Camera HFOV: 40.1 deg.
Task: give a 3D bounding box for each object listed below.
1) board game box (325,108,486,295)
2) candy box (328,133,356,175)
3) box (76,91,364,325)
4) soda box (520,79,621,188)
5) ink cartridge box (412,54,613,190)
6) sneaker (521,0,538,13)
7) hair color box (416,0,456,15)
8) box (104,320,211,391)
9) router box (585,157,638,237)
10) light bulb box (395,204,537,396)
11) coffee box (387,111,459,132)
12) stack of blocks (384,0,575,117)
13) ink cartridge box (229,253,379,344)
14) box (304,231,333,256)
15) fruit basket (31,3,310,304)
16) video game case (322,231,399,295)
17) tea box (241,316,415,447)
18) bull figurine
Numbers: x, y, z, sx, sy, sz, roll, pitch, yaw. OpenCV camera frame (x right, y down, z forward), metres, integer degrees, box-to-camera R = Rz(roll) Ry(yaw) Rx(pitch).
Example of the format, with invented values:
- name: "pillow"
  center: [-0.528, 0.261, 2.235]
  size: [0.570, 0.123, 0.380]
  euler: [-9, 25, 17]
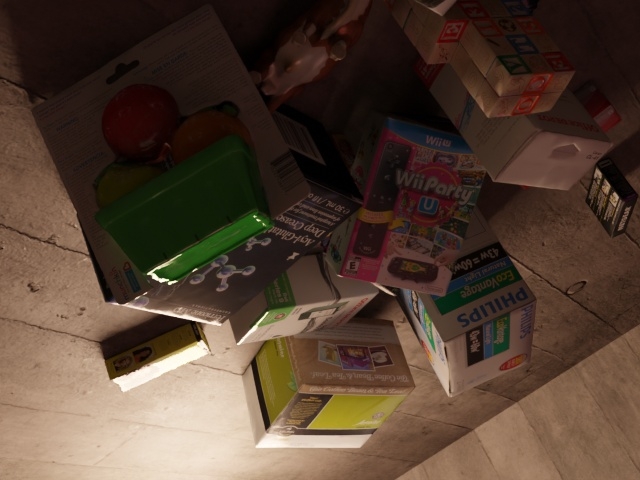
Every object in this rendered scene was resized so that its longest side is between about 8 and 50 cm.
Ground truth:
- name: "board game box"
  center: [0.162, -0.068, 1.626]
  size: [0.224, 0.097, 0.303]
  euler: [11, 104, -18]
- name: "candy box"
  center: [0.013, -0.106, 1.726]
  size: [0.053, 0.109, 0.187]
  euler: [-4, 143, -30]
- name: "box"
  center: [-0.181, -0.058, 1.555]
  size: [0.395, 0.212, 0.293]
  euler: [-40, 147, 23]
- name: "soda box"
  center: [0.527, -0.231, 1.950]
  size: [0.263, 0.083, 0.092]
  euler: [-39, 147, 18]
- name: "ink cartridge box"
  center: [0.339, -0.246, 1.567]
  size: [0.226, 0.306, 0.131]
  euler: [2, 139, -38]
- name: "sneaker"
  center: [0.338, -0.448, 1.472]
  size: [0.081, 0.090, 0.232]
  euler: [-22, 149, -7]
- name: "hair color box"
  center: [0.208, -0.487, 1.123]
  size: [0.185, 0.114, 0.374]
  euler: [11, 134, -46]
- name: "box"
  center: [-0.380, 0.272, 2.052]
  size: [0.232, 0.058, 0.087]
  euler: [-25, 149, -3]
- name: "router box"
  center: [0.745, -0.107, 2.250]
  size: [0.046, 0.133, 0.179]
  euler: [-22, 150, -6]
- name: "light bulb box"
  center: [0.310, 0.115, 2.036]
  size: [0.225, 0.361, 0.358]
  euler: [-24, 149, -4]
- name: "coffee box"
  center: [0.192, -0.121, 1.740]
  size: [0.141, 0.098, 0.247]
  euler: [-3, 110, -36]
- name: "stack of blocks"
  center: [0.241, -0.329, 1.377]
  size: [0.171, 0.297, 0.087]
  euler: [-11, 146, -27]
- name: "ink cartridge box"
  center: [-0.044, 0.126, 1.990]
  size: [0.289, 0.122, 0.211]
  euler: [-7, 156, -30]
- name: "box"
  center: [0.000, 0.000, 1.958]
  size: [0.081, 0.028, 0.136]
  euler: [-19, 151, -12]
- name: "fruit basket"
  center: [-0.224, -0.129, 1.290]
  size: [0.327, 0.353, 0.165]
  euler: [-30, 158, 5]
- name: "video game case"
  center: [0.132, -0.030, 1.826]
  size: [0.210, 0.042, 0.232]
  euler: [32, 80, -37]
- name: "tea box"
  center: [0.013, 0.373, 2.293]
  size: [0.329, 0.220, 0.323]
  euler: [8, 137, -29]
- name: "bull figurine"
  center: [-0.011, -0.307, 1.359]
  size: [0.310, 0.101, 0.188]
  euler: [-42, -169, 36]
